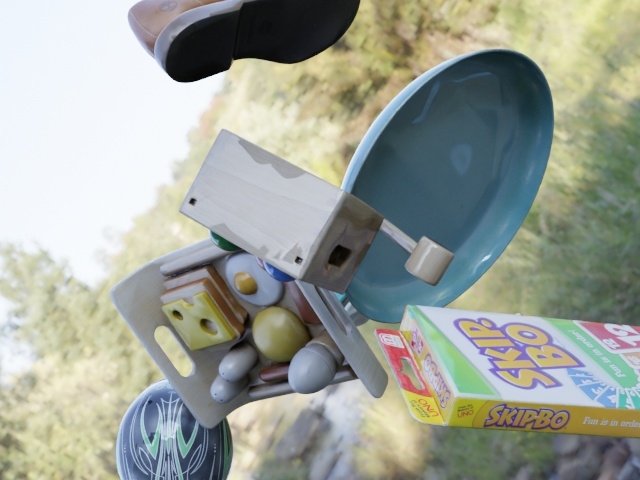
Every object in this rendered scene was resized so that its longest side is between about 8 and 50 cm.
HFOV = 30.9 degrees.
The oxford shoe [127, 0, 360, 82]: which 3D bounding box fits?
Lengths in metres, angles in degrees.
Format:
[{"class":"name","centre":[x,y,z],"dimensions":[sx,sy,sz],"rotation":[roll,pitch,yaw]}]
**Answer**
[{"class":"oxford shoe","centre":[-0.054,-0.181,0.901],"dimensions":[0.212,0.076,0.076],"rotation":[-17,-42,-42]}]

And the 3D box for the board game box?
[{"class":"board game box","centre":[0.178,0.103,0.899],"dimensions":[0.124,0.259,0.039],"rotation":[-114,32,-58]}]

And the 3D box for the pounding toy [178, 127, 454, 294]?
[{"class":"pounding toy","centre":[0.008,0.004,1.020],"dimensions":[0.094,0.206,0.181],"rotation":[-62,-19,1]}]

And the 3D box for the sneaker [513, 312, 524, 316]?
[{"class":"sneaker","centre":[0.266,0.127,1.439],"dimensions":[0.036,0.083,0.032],"rotation":[-19,-14,-20]}]

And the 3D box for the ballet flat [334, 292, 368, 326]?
[{"class":"ballet flat","centre":[0.107,-0.017,1.551],"dimensions":[0.400,0.139,0.139],"rotation":[-50,7,29]}]

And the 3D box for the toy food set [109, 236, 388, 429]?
[{"class":"toy food set","centre":[-0.089,0.108,1.308],"dimensions":[0.306,0.220,0.092],"rotation":[-19,21,43]}]

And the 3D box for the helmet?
[{"class":"helmet","centre":[-0.190,0.275,1.512],"dimensions":[0.169,0.169,0.161],"rotation":[-58,15,23]}]

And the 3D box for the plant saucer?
[{"class":"plant saucer","centre":[0.125,-0.059,1.222],"dimensions":[0.317,0.043,0.318],"rotation":[-28,-44,-30]}]
